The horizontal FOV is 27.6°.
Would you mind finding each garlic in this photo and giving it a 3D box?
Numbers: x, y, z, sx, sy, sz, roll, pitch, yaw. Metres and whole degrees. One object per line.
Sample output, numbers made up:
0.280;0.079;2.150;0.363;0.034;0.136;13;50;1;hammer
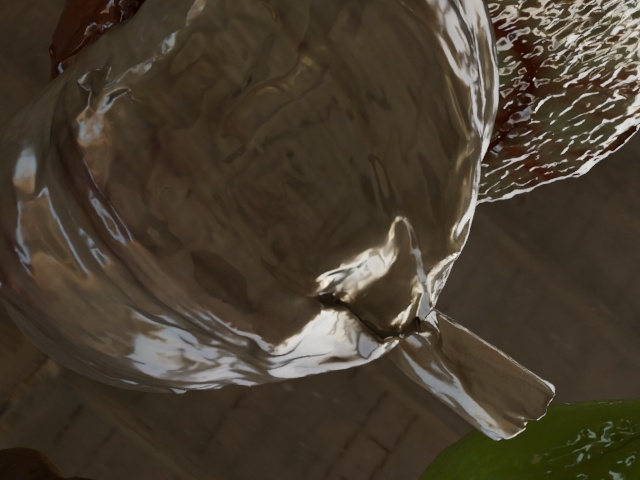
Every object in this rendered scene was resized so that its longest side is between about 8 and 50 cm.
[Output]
0.000;0.000;0.486;0.218;0.218;0.212;-41;-86;-14;garlic

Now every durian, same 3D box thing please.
0.188;0.223;0.908;0.204;0.339;0.256;-70;-34;-40;durian

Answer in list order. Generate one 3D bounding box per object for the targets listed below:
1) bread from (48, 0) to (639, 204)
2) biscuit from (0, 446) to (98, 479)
0.028;-0.106;0.689;0.295;0.327;0.114;38;-145;-55;bread
-0.285;0.264;0.832;0.359;0.381;0.074;-46;-57;-45;biscuit
